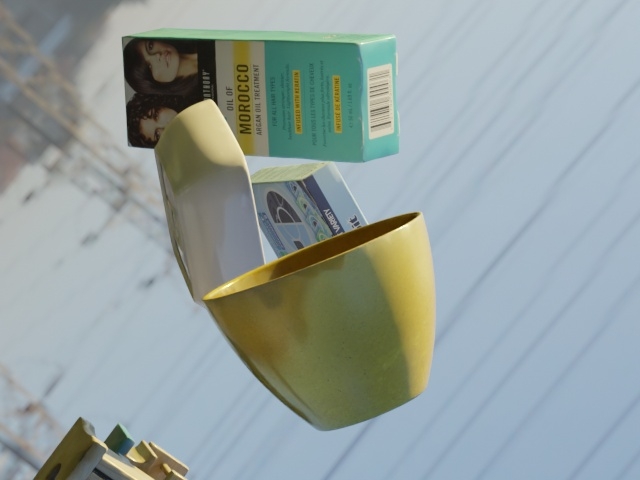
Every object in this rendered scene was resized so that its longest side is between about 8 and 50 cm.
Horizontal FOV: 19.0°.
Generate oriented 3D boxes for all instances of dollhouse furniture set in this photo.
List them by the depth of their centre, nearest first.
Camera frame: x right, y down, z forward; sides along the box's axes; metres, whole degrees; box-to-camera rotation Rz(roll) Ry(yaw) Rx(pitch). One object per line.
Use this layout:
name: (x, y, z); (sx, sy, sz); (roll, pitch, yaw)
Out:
dollhouse furniture set: (-0.161, 0.202, 1.348); (0.129, 0.129, 0.184); (-53, -161, -2)

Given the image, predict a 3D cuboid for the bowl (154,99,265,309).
bowl: (-0.080, -0.017, 1.363); (0.053, 0.142, 0.142); (-13, -151, -9)

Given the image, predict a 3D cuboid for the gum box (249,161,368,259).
gum box: (0.000, 0.000, 1.879); (0.041, 0.157, 0.184); (-33, -169, -18)

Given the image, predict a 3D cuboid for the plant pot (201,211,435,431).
plant pot: (0.012, 0.052, 1.085); (0.134, 0.095, 0.134); (-21, -175, 2)

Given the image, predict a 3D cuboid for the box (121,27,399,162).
box: (-0.053, -0.124, 1.601); (0.244, 0.100, 0.060); (5, -166, 33)
